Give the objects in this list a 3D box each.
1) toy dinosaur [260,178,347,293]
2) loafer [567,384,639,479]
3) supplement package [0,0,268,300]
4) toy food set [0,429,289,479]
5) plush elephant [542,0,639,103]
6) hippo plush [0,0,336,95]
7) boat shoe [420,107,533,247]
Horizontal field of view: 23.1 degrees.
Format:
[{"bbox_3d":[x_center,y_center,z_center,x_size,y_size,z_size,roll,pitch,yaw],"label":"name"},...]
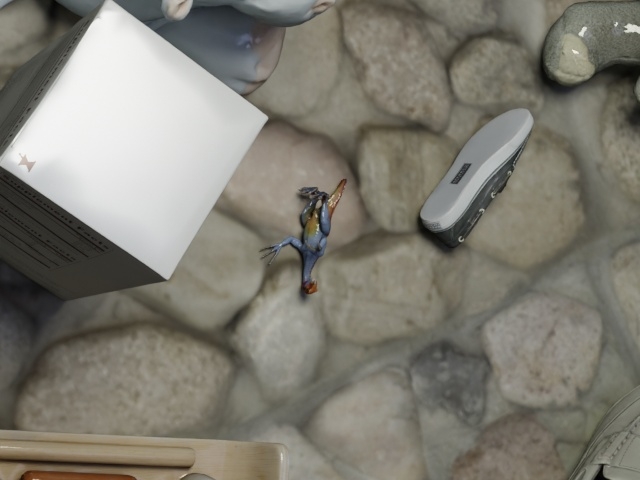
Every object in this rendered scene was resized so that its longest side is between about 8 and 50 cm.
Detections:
[{"bbox_3d":[0.000,0.000,1.277,0.090,0.047,0.082,-17,111,-35],"label":"toy dinosaur"},{"bbox_3d":[0.261,0.224,1.334,0.319,0.111,0.112,-44,104,-21],"label":"loafer"},{"bbox_3d":[-0.164,-0.053,1.093,0.134,0.244,0.139,36,73,-17],"label":"supplement package"},{"bbox_3d":[-0.173,0.251,1.145,0.306,0.092,0.219,6,82,-23],"label":"toy food set"},{"bbox_3d":[0.367,-0.210,1.279,0.330,0.255,0.271,14,104,-9],"label":"plush elephant"},{"bbox_3d":[-0.091,-0.249,1.147,0.294,0.236,0.234,12,81,-23],"label":"hippo plush"},{"bbox_3d":[0.138,-0.054,1.344,0.142,0.049,0.040,-49,124,-19],"label":"boat shoe"}]
